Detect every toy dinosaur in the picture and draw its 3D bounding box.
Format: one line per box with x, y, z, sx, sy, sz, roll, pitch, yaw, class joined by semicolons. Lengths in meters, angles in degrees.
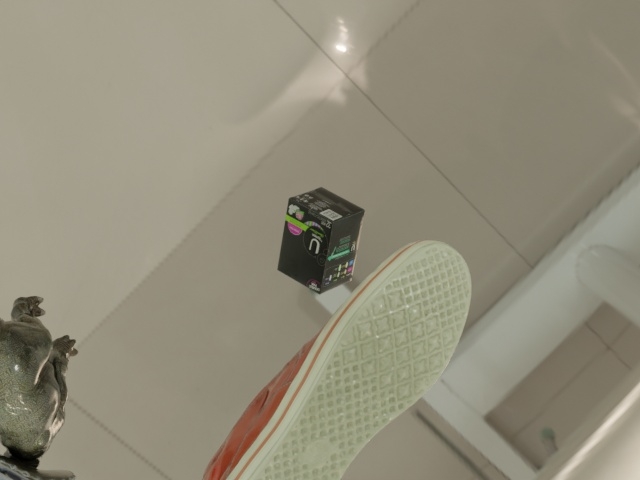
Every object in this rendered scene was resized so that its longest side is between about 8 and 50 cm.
-0.278;0.119;1.024;0.121;0.160;0.314;-10;123;-12;toy dinosaur

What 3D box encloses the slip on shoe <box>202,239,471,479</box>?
0.008;0.131;1.005;0.123;0.101;0.331;39;87;-30;slip on shoe

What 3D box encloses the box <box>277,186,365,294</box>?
0.000;0.000;1.134;0.052;0.062;0.083;-22;132;-45;box

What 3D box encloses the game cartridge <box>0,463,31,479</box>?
-0.149;0.148;0.563;0.083;0.017;0.056;22;89;25;game cartridge
